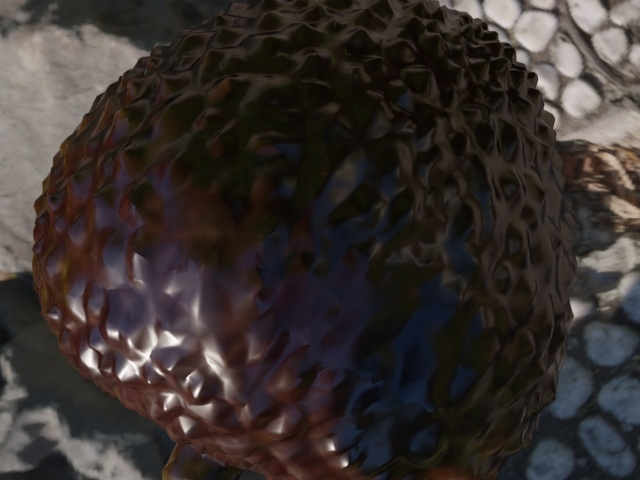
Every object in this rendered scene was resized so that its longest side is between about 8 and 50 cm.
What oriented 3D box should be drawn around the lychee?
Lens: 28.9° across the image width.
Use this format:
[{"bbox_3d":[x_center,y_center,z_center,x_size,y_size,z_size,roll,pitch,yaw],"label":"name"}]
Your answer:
[{"bbox_3d":[-0.001,0.005,0.419,0.194,0.194,0.194,0,91,23],"label":"lychee"}]
